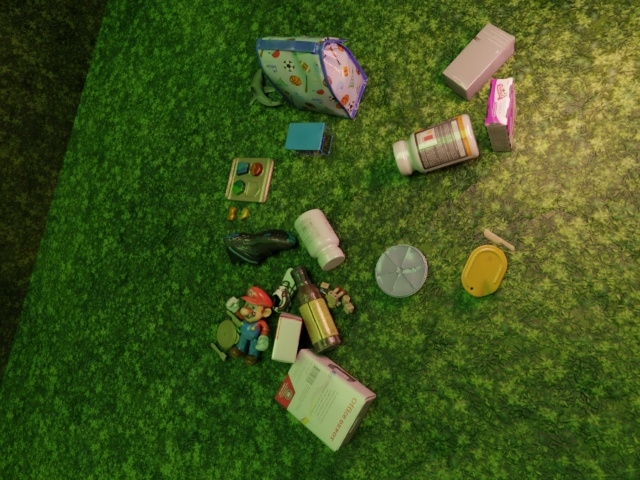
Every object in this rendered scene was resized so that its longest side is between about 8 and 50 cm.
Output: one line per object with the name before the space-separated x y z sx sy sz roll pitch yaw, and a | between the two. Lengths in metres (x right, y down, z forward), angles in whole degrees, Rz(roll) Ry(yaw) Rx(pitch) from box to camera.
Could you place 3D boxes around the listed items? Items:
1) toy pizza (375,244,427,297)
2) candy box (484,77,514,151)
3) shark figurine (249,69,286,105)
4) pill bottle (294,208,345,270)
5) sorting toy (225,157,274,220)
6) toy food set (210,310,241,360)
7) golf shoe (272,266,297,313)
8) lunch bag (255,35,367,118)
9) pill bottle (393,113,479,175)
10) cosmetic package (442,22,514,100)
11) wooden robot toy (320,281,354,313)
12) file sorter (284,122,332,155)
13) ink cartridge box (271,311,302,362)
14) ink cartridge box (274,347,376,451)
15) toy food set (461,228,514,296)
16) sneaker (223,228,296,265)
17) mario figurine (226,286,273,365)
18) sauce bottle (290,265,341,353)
toy pizza | 0.300 0.114 1.601 0.201 0.032 0.201 -10 68 27
candy box | 0.608 -0.412 1.446 0.071 0.233 0.159 7 83 28
shark figurine | -0.271 -0.687 2.021 0.278 0.116 0.166 45 102 29
pill bottle | 0.000 0.000 1.726 0.131 0.131 0.229 -37 65 15
sorting toy | -0.344 -0.239 2.001 0.229 0.041 0.307 8 83 28
toy food set | -0.405 0.415 1.903 0.132 0.038 0.192 34 101 35
golf shoe | -0.145 0.203 1.779 0.077 0.094 0.198 9 82 29
lunch bag | -0.033 -0.690 1.744 0.327 0.385 0.239 17 88 29
pill bottle | 0.417 -0.337 1.569 0.278 0.162 0.162 -15 73 23
cosmetic package | 0.579 -0.652 1.587 0.238 0.107 0.127 -47 66 7
wooden robot toy | 0.061 0.237 1.697 0.173 0.076 0.079 34 131 28
file sorter | -0.047 -0.429 1.855 0.170 0.104 0.118 7 83 28
ink cartridge box | -0.126 0.366 1.657 0.092 0.218 0.159 11 85 -4
ink cartridge box | 0.015 0.578 1.598 0.306 0.131 0.226 31 94 27
toy food set | 0.557 0.084 1.469 0.128 0.071 0.218 26 94 5
sneaker | -0.255 0.033 1.877 0.340 0.125 0.140 -2 106 24
mario figurine | -0.300 0.343 1.758 0.198 0.170 0.321 10 101 -7
sauce bottle | -0.028 0.264 1.697 0.111 0.111 0.345 -30 67 19
